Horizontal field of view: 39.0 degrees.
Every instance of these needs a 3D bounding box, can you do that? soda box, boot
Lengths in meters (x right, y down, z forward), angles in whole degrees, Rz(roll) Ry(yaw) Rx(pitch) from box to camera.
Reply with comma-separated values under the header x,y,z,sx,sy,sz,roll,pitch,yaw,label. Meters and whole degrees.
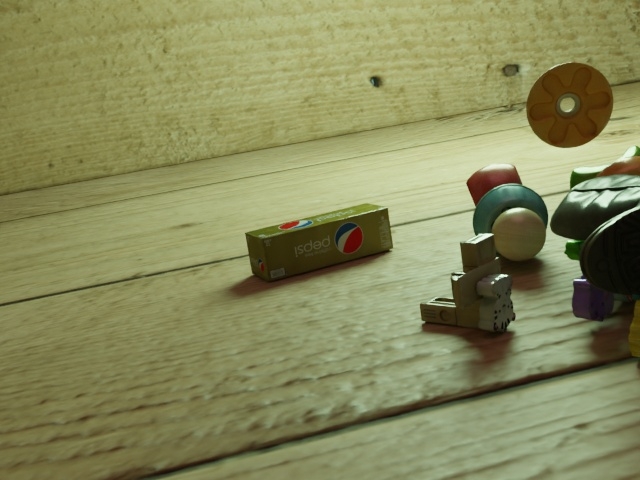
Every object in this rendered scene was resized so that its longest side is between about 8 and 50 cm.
x,y,z,sx,sy,sz,roll,pitch,yaw,label
0.000,0.000,1.164,0.181,0.058,0.061,-14,14,-23,soda box
0.266,-0.016,0.817,0.189,0.076,0.208,-19,14,-16,boot

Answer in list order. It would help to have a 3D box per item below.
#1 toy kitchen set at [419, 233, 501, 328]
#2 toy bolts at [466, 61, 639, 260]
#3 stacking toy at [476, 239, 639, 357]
x,y,z,sx,sy,sz,roll,pitch,yaw,label
0.120,0.041,0.849,0.075,0.083,0.068,3,17,42,toy kitchen set
0.274,-0.070,1.029,0.228,0.218,0.158,-25,17,9,toy bolts
0.269,0.045,0.828,0.167,0.052,0.221,6,18,43,stacking toy
